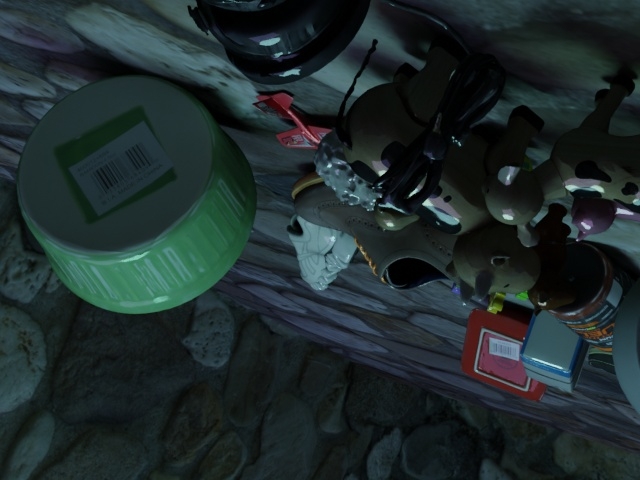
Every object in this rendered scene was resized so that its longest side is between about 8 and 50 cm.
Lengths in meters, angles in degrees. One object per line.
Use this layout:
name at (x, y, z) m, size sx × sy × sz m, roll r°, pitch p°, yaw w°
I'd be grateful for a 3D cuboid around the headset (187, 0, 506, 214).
headset at (-0.052, -0.182, 0.817) m, size 0.394 × 0.185 × 0.243 m, roll 31°, pitch 172°, yaw 15°

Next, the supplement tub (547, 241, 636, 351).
supplement tub at (0.370, 0.083, 1.493) m, size 0.106 × 0.106 × 0.198 m, roll 12°, pitch 166°, yaw 43°

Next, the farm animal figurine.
farm animal figurine at (0.153, -0.044, 1.002) m, size 0.327 × 0.172 × 0.330 m, roll 30°, pitch 155°, yaw 2°

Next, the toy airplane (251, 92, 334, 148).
toy airplane at (-0.023, -0.141, 1.379) m, size 0.151 × 0.028 × 0.151 m, roll 21°, pitch 168°, yaw 5°

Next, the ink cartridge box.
ink cartridge box at (0.358, 0.137, 1.679) m, size 0.082 × 0.139 × 0.190 m, roll 18°, pitch 168°, yaw 16°

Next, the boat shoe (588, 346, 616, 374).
boat shoe at (0.566, 0.245, 1.971) m, size 0.224 × 0.073 × 0.080 m, roll 16°, pitch 167°, yaw 29°

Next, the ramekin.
ramekin at (-0.246, -0.070, 1.488) m, size 0.303 × 0.303 × 0.148 m, roll 19°, pitch 161°, yaw 17°

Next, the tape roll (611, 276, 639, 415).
tape roll at (0.431, 0.116, 1.222) m, size 0.219 × 0.219 × 0.072 m, roll 23°, pitch 170°, yaw -4°

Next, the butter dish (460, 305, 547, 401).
butter dish at (0.346, 0.179, 2.010) m, size 0.160 × 0.118 × 0.159 m, roll 20°, pitch 129°, yaw 21°

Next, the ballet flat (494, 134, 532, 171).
ballet flat at (0.156, -0.072, 1.264) m, size 0.077 × 0.077 × 0.231 m, roll 9°, pitch 173°, yaw -23°

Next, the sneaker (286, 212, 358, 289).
sneaker at (0.000, 0.000, 1.863) m, size 0.118 × 0.110 × 0.292 m, roll 30°, pitch 161°, yaw -1°

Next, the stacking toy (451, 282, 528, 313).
stacking toy at (0.232, 0.051, 1.771) m, size 0.167 × 0.052 × 0.221 m, roll 21°, pitch 167°, yaw -3°

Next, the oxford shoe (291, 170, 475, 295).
oxford shoe at (0.082, -0.012, 1.520) m, size 0.364 × 0.132 × 0.130 m, roll 11°, pitch 165°, yaw 46°
